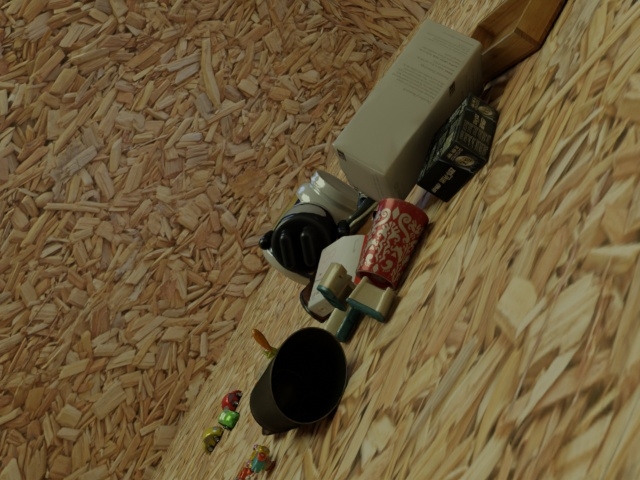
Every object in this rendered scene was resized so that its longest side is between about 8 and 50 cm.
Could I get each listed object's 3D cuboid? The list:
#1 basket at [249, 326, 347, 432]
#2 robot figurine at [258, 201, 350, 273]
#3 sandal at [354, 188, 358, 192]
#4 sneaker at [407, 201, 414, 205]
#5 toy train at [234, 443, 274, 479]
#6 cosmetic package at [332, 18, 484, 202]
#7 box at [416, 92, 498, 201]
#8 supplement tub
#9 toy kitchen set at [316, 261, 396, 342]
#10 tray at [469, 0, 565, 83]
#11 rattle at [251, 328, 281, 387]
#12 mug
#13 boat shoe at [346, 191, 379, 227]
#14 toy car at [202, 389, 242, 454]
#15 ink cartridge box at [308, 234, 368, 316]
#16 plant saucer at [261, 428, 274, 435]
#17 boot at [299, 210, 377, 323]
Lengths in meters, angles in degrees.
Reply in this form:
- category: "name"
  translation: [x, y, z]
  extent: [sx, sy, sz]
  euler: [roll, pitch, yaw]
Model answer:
- category: "basket"
  translation: [-0.058, 0.310, 1.475]
  extent: [0.227, 0.154, 0.204]
  euler: [-53, 13, 56]
- category: "robot figurine"
  translation: [-0.043, -0.012, 1.976]
  extent: [0.174, 0.209, 0.278]
  euler: [-60, 1, 18]
- category: "sandal"
  translation: [0.148, -0.194, 2.486]
  extent: [0.072, 0.049, 0.180]
  euler: [124, 159, -58]
- category: "sneaker"
  translation: [0.179, -0.024, 1.655]
  extent: [0.135, 0.052, 0.058]
  euler: [-53, -4, -16]
- category: "toy train"
  translation: [-0.149, 0.524, 1.593]
  extent: [0.125, 0.046, 0.166]
  euler: [-63, 6, -23]
- category: "cosmetic package"
  translation: [0.210, -0.284, 1.636]
  extent: [0.385, 0.156, 0.217]
  euler: [-56, -22, -8]
- category: "box"
  translation: [0.288, -0.195, 1.483]
  extent: [0.147, 0.077, 0.180]
  euler: [-51, 11, 46]
- category: "supplement tub"
  translation: [-0.016, -0.040, 2.229]
  extent: [0.316, 0.228, 0.228]
  euler: [-57, 8, 15]
- category: "toy kitchen set"
  translation: [0.082, 0.157, 1.497]
  extent: [0.122, 0.166, 0.207]
  euler: [-59, -29, -12]
- category: "tray"
  translation: [0.441, -0.491, 1.689]
  extent: [0.203, 0.076, 0.411]
  euler: [-60, 7, -8]
- category: "rattle"
  translation: [-0.190, 0.375, 2.090]
  extent: [0.200, 0.142, 0.130]
  euler: [-46, 32, 33]
- category: "mug"
  translation: [0.156, 0.020, 1.500]
  extent: [0.113, 0.150, 0.169]
  euler: [7, 64, 41]
- category: "boat shoe"
  translation: [0.138, -0.126, 1.995]
  extent: [0.233, 0.079, 0.084]
  euler: [-49, -2, -25]
- category: "toy car"
  translation: [-0.321, 0.591, 2.351]
  extent: [0.239, 0.053, 0.225]
  euler: [-62, 8, -23]
- category: "ink cartridge box"
  translation: [0.071, 0.061, 1.719]
  extent: [0.232, 0.066, 0.189]
  euler: [-40, 27, 46]
- category: "plant saucer"
  translation: [-0.075, 0.383, 1.692]
  extent: [0.199, 0.036, 0.198]
  euler: [-56, 9, 13]
- category: "boot"
  translation: [0.075, 0.070, 1.895]
  extent: [0.280, 0.096, 0.264]
  euler: [-47, 5, 25]
